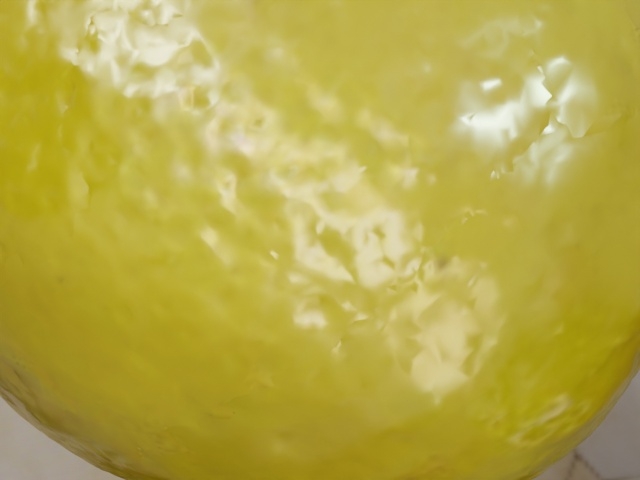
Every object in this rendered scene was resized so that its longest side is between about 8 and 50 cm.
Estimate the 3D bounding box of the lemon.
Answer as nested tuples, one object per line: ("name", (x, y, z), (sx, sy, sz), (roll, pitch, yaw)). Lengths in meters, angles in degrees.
("lemon", (-0.003, -0.046, 0.570), (0.348, 0.348, 0.348), (15, 66, -39))
